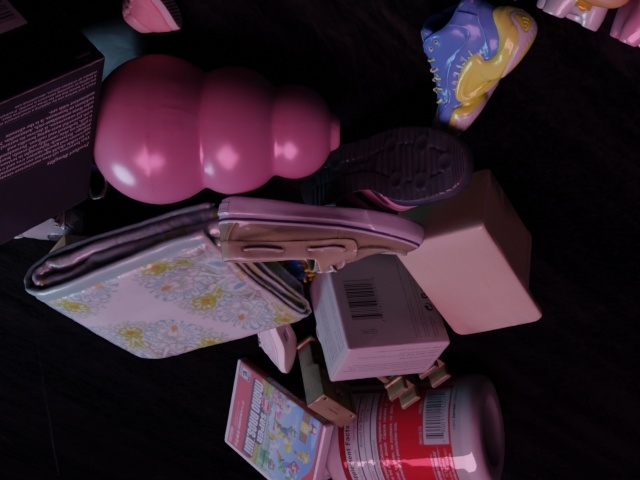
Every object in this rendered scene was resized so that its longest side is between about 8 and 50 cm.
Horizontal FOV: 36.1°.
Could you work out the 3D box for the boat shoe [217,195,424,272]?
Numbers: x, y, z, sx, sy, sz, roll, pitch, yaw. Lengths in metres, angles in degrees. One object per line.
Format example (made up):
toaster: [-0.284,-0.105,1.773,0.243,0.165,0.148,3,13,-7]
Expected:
boat shoe: [0.000,0.000,1.400,0.303,0.094,0.109,6,175,-13]

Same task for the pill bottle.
pill bottle: [0.148,0.393,1.984,0.408,0.229,0.229,-7,141,23]

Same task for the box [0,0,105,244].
box: [-0.442,-0.200,1.264,0.296,0.183,0.294,47,145,15]

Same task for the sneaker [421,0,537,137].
sneaker: [0.177,-0.232,1.273,0.126,0.091,0.240,34,142,-1]

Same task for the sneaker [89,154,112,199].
sneaker: [-0.387,-0.157,1.487,0.081,0.090,0.232,-15,137,31]

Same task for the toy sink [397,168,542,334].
toy sink: [0.239,0.019,1.540,0.153,0.131,0.234,-15,132,31]

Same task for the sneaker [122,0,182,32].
sneaker: [-0.235,-0.318,1.265,0.070,0.051,0.134,-7,145,15]

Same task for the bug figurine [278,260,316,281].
bug figurine: [-0.143,0.020,1.681,0.279,0.072,0.216,-4,148,10]

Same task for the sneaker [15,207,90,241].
sneaker: [-0.449,-0.061,1.653,0.132,0.086,0.228,14,154,-13]

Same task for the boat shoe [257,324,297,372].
boat shoe: [-0.092,0.194,1.918,0.063,0.066,0.184,13,149,21]

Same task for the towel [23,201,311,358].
towel: [-0.243,0.086,1.623,0.375,0.090,0.320,-16,144,21]

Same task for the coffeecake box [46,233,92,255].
coffeecake box: [-0.388,0.055,1.743,0.186,0.068,0.142,6,151,-35]

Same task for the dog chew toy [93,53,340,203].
dog chew toy: [-0.139,-0.151,1.354,0.332,0.206,0.206,1,144,0]

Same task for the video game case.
video game case: [-0.090,0.389,1.984,0.025,0.285,0.204,-8,117,-41]

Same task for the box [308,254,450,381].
box: [0.094,0.124,1.635,0.182,0.180,0.119,-3,149,-19]

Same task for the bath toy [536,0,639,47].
bath toy: [0.376,-0.281,1.112,0.348,0.151,0.129,18,108,-12]

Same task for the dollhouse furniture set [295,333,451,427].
dollhouse furniture set: [0.084,0.213,1.874,0.242,0.161,0.212,-38,125,20]

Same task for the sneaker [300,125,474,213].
sneaker: [0.117,-0.093,1.406,0.131,0.112,0.319,12,172,-39]
